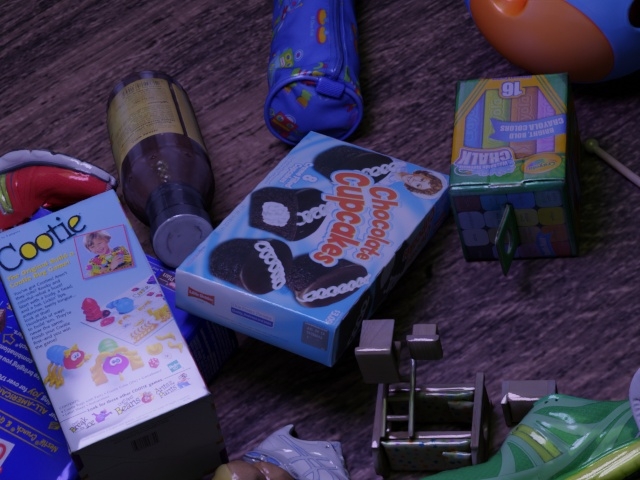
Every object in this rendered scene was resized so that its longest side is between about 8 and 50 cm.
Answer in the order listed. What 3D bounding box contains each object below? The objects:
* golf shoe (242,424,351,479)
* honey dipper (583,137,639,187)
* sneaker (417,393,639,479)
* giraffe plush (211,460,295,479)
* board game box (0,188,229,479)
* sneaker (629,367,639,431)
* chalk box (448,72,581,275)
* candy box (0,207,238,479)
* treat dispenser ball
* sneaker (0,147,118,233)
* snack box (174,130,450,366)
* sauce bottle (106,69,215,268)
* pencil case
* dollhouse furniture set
[{"bbox_3d":[0.007,0.238,1.750,0.176,0.069,0.086,24,55,29],"label":"golf shoe"},{"bbox_3d":[0.354,-0.073,1.937,0.030,0.030,0.160,-33,48,-13],"label":"honey dipper"},{"bbox_3d":[0.221,0.225,1.687,0.295,0.109,0.123,-15,40,-6],"label":"sneaker"},{"bbox_3d":[-0.130,0.317,1.681,0.170,0.181,0.210,0,85,29],"label":"giraffe plush"},{"bbox_3d":[-0.213,0.111,1.713,0.144,0.142,0.275,-22,55,-9],"label":"board game box"},{"bbox_3d":[0.449,0.217,1.604,0.236,0.130,0.323,-17,73,-34],"label":"sneaker"},{"bbox_3d":[0.217,-0.063,1.899,0.132,0.132,0.213,-3,51,13],"label":"chalk box"},{"bbox_3d":[-0.289,0.150,1.865,0.268,0.122,0.317,24,59,27],"label":"candy box"},{"bbox_3d":[0.303,-0.326,1.990,0.288,0.288,0.288,-8,50,9],"label":"treat dispenser ball"},{"bbox_3d":[-0.375,-0.038,2.083,0.279,0.107,0.118,-4,69,17],"label":"sneaker"},{"bbox_3d":[0.000,0.000,1.870,0.187,0.060,0.322,19,38,17],"label":"snack box"},{"bbox_3d":[-0.182,-0.083,1.982,0.111,0.111,0.344,-19,31,-1],"label":"sauce bottle"},{"bbox_3d":[-0.006,-0.261,2.127,0.119,0.133,0.306,14,49,-16],"label":"pencil case"},{"bbox_3d":[0.138,0.161,1.713,0.182,0.161,0.101,-3,51,14],"label":"dollhouse furniture set"}]
